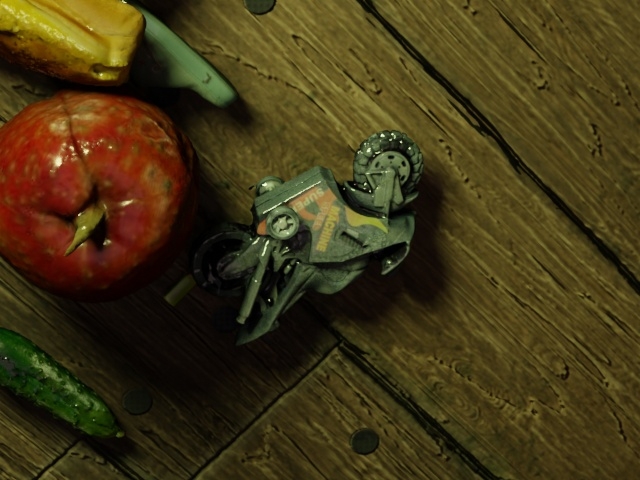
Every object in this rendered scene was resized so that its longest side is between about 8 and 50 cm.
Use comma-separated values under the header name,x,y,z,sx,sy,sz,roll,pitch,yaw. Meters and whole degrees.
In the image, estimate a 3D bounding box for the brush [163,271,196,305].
name,x,y,z,sx,sy,sz,roll,pitch,yaw
brush,-0.154,0.044,2.003,0.019,0.021,0.083,41,108,-19

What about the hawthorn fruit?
name,x,y,z,sx,sy,sz,roll,pitch,yaw
hawthorn fruit,-0.246,-0.054,1.832,0.258,0.262,0.258,5,78,-26

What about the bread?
name,x,y,z,sx,sy,sz,roll,pitch,yaw
bread,-0.374,-0.255,1.769,0.380,0.185,0.109,21,77,-12

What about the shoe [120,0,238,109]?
name,x,y,z,sx,sy,sz,roll,pitch,yaw
shoe,-0.180,-0.199,1.867,0.195,0.079,0.078,36,96,-23

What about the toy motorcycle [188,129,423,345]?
name,x,y,z,sx,sy,sz,roll,pitch,yaw
toy motorcycle,0.000,0.000,1.961,0.307,0.108,0.173,-30,116,5

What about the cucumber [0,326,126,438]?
name,x,y,z,sx,sy,sz,roll,pitch,yaw
cucumber,-0.325,0.176,2.014,0.227,0.069,0.069,39,103,-22
